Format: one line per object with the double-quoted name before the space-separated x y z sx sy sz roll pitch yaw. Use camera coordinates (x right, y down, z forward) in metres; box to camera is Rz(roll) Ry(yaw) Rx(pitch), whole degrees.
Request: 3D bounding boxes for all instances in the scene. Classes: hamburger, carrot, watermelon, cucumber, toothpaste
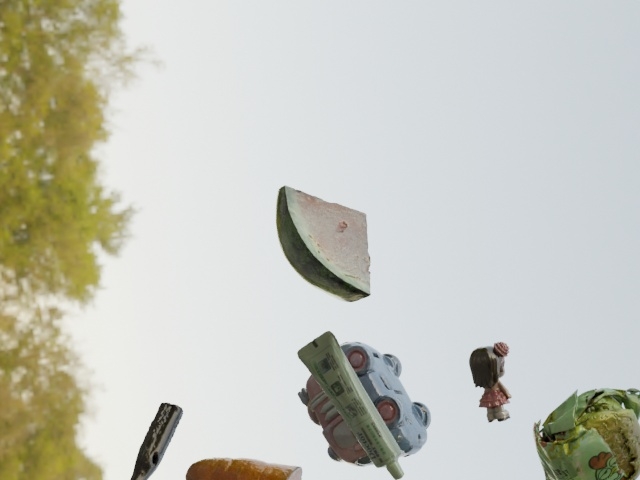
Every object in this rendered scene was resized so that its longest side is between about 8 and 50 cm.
"hamburger" 0.482 0.338 1.799 0.125 0.235 0.214 -123 -165 -50
"carrot" -0.167 0.505 2.149 0.225 0.159 0.159 16 -60 19
"watermelon" 0.000 0.000 2.055 0.256 0.176 0.260 63 -26 -3
"cucumber" -0.245 0.310 1.529 0.039 0.043 0.163 -19 -142 39
"toothpaste" 0.048 0.226 1.411 0.064 0.041 0.218 -36 -97 25

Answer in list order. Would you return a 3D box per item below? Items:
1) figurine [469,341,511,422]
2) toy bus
"figurine" 0.283 0.233 1.724 0.072 0.054 0.129 -15 -100 45
"toy bus" 0.090 0.382 2.366 0.232 0.197 0.294 -37 -114 14
